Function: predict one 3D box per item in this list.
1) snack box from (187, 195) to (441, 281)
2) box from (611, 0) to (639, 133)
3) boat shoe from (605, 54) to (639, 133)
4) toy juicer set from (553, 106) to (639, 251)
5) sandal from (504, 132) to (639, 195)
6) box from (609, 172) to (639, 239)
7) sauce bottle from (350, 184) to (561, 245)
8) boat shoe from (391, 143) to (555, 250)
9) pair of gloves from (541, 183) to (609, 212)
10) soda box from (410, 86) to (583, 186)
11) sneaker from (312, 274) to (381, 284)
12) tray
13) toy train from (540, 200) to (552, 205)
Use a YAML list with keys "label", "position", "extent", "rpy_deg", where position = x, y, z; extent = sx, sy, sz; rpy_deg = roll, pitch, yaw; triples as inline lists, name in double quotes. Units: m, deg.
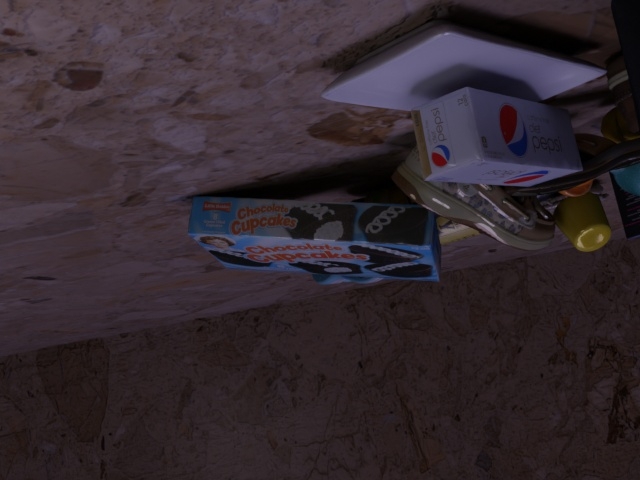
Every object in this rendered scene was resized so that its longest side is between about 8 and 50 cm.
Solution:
- label: "snack box"
  position: [0.000, 0.000, 1.190]
  extent: [0.322, 0.060, 0.187]
  rpy_deg: [3, 164, 12]
- label: "box"
  position: [0.394, 0.007, 0.688]
  extent: [0.212, 0.395, 0.293]
  rpy_deg: [-15, 148, 20]
- label: "boat shoe"
  position: [0.429, -0.161, 0.903]
  extent: [0.258, 0.095, 0.095]
  rpy_deg: [-10, 172, -4]
- label: "toy juicer set"
  position: [0.441, -0.130, 1.117]
  extent: [0.329, 0.089, 0.209]
  rpy_deg: [-27, 133, 12]
- label: "sandal"
  position: [0.314, -0.102, 1.012]
  extent: [0.219, 0.060, 0.090]
  rpy_deg: [-21, 174, -1]
- label: "box"
  position: [0.635, -0.099, 1.424]
  extent: [0.163, 0.142, 0.247]
  rpy_deg: [-6, 170, -29]
- label: "sauce bottle"
  position: [0.209, -0.059, 1.270]
  extent: [0.344, 0.111, 0.111]
  rpy_deg: [-19, 169, 21]
- label: "boat shoe"
  position: [0.218, -0.060, 1.101]
  extent: [0.285, 0.104, 0.089]
  rpy_deg: [16, 113, -41]
- label: "pair of gloves"
  position: [0.435, -0.070, 1.708]
  extent: [0.240, 0.042, 0.204]
  rpy_deg: [-16, 173, 44]
- label: "soda box"
  position: [0.182, -0.099, 0.869]
  extent: [0.069, 0.073, 0.216]
  rpy_deg: [-17, 170, 39]
- label: "sneaker"
  position: [0.126, 0.013, 1.591]
  extent: [0.208, 0.127, 0.319]
  rpy_deg: [-5, 179, -24]
- label: "tray"
  position: [0.138, -0.156, 0.794]
  extent: [0.145, 0.030, 0.270]
  rpy_deg: [-18, 169, 43]
- label: "toy train"
  position: [0.285, -0.057, 1.437]
  extent: [0.143, 0.105, 0.248]
  rpy_deg: [-3, 177, 29]
